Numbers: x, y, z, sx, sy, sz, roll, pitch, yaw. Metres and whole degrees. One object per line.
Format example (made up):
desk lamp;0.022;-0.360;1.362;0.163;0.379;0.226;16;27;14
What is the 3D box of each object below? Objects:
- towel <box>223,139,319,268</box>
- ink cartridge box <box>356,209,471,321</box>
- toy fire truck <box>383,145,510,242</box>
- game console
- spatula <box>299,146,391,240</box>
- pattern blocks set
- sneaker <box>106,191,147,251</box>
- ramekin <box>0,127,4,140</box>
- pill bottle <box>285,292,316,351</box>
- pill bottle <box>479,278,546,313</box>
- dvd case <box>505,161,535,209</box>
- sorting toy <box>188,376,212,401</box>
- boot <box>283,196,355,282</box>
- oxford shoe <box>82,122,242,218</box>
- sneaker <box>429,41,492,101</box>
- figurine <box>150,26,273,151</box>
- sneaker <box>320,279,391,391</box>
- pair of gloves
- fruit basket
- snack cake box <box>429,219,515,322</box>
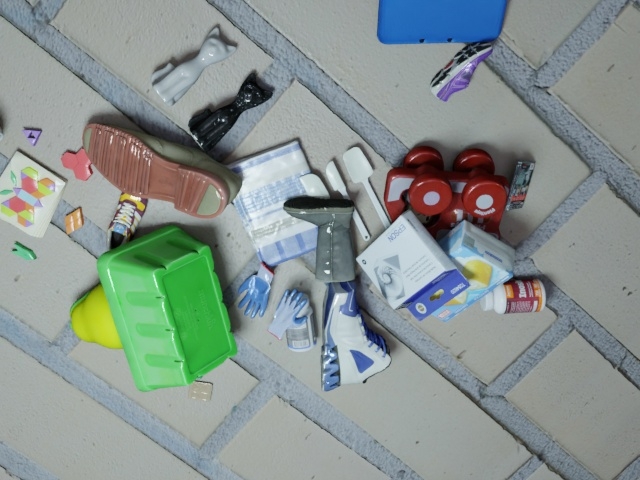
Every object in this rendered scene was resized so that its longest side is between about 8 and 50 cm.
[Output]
towel;-0.103;-0.088;1.599;0.209;0.034;0.285;-21;108;2
ink cartridge box;0.212;0.074;1.529;0.224;0.045;0.223;51;140;8
toy fire truck;0.303;-0.078;1.564;0.302;0.169;0.254;3;125;-2
game console;0.271;-0.602;1.462;0.292;0.173;0.250;-2;76;-2
spatula;0.076;-0.092;1.597;0.168;0.019;0.242;-30;109;-2
pattern blocks set;-0.711;-0.110;1.570;0.285;0.026;0.325;20;105;-8
sneaker;-0.471;-0.053;1.566;0.069;0.084;0.186;17;106;-7
ramekin;-0.830;-0.247;1.436;0.207;0.207;0.109;-22;97;4
pill bottle;-0.055;0.210;1.667;0.078;0.078;0.137;-6;107;0
pill bottle;0.494;0.146;1.666;0.151;0.086;0.086;-4;107;-2
dvd case;0.492;-0.135;1.590;0.013;0.087;0.120;25;111;35
sorting toy;-0.323;0.395;1.745;0.062;0.012;0.083;11;109;-1
boot;-0.001;0.001;1.590;0.189;0.076;0.209;5;121;2
oxford shoe;-0.372;-0.173;1.519;0.396;0.146;0.141;27;120;8
sneaker;0.336;-0.397;1.518;0.170;0.068;0.071;-40;120;18
figurine;-0.251;-0.353;1.493;0.209;0.092;0.215;-39;104;1
sneaker;0.096;0.247;1.671;0.182;0.127;0.316;1;114;-6
pair of gloves;-0.121;0.159;1.628;0.198;0.023;0.159;38;118;16
fruit basket;-0.424;0.170;1.586;0.392;0.283;0.392;21;124;35
snack cake box;0.325;0.080;1.569;0.152;0.089;0.264;28;140;-11
